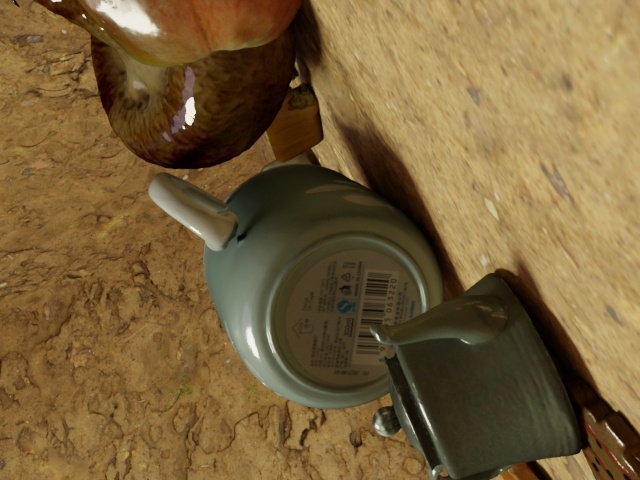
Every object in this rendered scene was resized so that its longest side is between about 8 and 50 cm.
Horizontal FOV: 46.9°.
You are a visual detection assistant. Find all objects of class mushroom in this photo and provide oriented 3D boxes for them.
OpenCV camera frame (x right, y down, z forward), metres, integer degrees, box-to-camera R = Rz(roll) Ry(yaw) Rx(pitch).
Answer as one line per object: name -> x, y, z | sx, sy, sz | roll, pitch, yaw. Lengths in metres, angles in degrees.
mushroom -> -0.193, -0.251, 0.846 | 0.356, 0.331, 0.334 | -6, -83, -58

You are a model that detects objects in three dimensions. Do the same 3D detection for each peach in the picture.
peach -> -0.123, -0.268, 0.624 | 0.214, 0.214, 0.235 | -136, 26, -77

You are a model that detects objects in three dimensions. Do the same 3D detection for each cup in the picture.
cup -> -0.040, 0.025, 0.874 | 0.356, 0.259, 0.274 | 31, -177, -20

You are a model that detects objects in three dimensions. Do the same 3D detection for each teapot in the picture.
teapot -> 0.117, 0.137, 0.628 | 0.162, 0.149, 0.239 | -113, -1, -50

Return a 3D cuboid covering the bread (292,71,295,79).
bread -> -0.149, -0.332, 1.087 | 0.268, 0.130, 0.152 | 63, -175, -15

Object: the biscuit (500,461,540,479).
biscuit -> 0.265, 0.313, 0.939 | 0.250, 0.036, 0.165 | 58, 175, 3

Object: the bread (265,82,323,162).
bread -> -0.047, -0.185, 1.095 | 0.226, 0.088, 0.049 | 81, 164, -76

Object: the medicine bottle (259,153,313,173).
medicine bottle -> 0.000, 0.000, 1.510 | 0.375, 0.123, 0.282 | 61, 175, -6

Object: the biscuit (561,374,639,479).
biscuit -> 0.222, 0.167, 0.565 | 0.119, 0.019, 0.130 | 59, 176, 37
